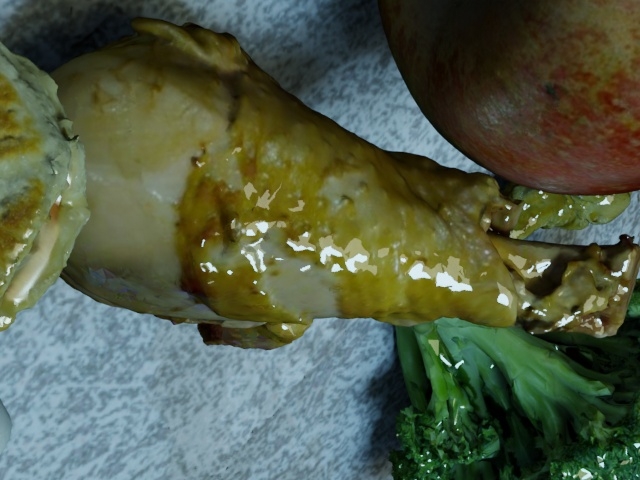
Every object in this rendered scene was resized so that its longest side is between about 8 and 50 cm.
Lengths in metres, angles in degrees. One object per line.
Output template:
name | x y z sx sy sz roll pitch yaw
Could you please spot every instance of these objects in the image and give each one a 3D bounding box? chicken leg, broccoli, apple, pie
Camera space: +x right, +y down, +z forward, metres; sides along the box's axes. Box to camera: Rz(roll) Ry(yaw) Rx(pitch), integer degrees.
chicken leg | 0.201 -0.045 1.271 0.227 0.103 0.088 -36 153 -18
broccoli | 0.181 0.138 1.275 0.308 0.308 0.275 -45 115 -14
apple | 0.197 -0.198 0.964 0.277 0.348 0.348 -1 117 -30
chicken leg | 0.000 0.000 0.971 0.295 0.409 0.182 113 -14 -62
pie | -0.227 -0.023 0.802 0.205 0.179 0.084 -54 171 -4

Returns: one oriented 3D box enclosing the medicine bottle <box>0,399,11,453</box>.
medicine bottle | -0.245 0.086 0.910 0.080 0.080 0.130 -40 138 -20
